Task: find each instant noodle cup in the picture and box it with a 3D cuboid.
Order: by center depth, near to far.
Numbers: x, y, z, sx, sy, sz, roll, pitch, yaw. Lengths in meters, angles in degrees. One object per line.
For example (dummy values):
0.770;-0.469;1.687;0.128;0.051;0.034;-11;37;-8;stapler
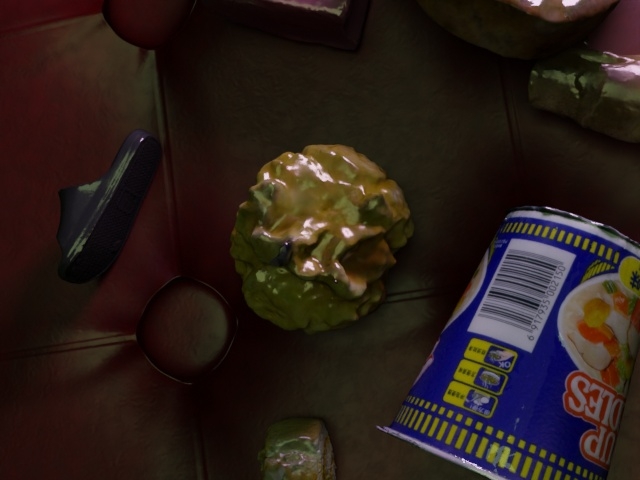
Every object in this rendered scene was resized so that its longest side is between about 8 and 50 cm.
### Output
0.254;0.137;1.022;0.284;0.284;0.312;22;81;13;instant noodle cup

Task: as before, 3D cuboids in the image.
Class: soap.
-0.022;-0.471;1.204;0.232;0.128;0.360;12;85;13;soap

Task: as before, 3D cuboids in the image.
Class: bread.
-0.032;0.314;1.123;0.103;0.110;0.156;-6;83;5;bread

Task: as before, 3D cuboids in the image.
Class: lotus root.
0.227;-0.415;1.080;0.374;0.111;0.391;11;66;-7;lotus root

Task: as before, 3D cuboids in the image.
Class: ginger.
0.399;-0.185;1.092;0.262;0.109;0.117;13;110;13;ginger

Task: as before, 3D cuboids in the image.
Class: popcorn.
-0.004;-0.005;1.096;0.249;0.225;0.249;-2;79;8;popcorn

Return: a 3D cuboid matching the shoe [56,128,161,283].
-0.320;-0.057;1.228;0.093;0.108;0.241;24;82;15;shoe
